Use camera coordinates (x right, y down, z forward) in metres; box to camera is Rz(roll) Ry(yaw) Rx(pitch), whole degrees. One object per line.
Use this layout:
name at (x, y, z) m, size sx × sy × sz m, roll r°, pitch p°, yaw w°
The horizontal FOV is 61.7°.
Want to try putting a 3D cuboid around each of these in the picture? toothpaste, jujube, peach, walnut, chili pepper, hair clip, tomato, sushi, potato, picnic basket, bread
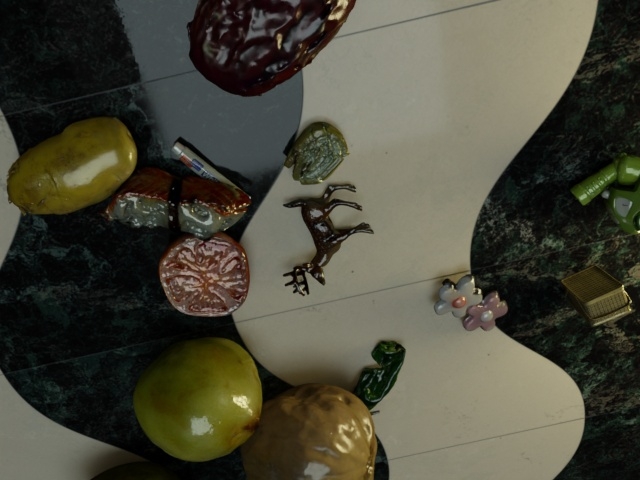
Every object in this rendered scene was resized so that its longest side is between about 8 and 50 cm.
toothpaste at (-0.260, -0.154, 1.268) m, size 0.052 × 0.033 × 0.218 m, roll -39°, pitch 118°, yaw 20°
jujube at (-0.088, -0.454, 1.016) m, size 0.258 × 0.259 × 0.376 m, roll 34°, pitch 122°, yaw -20°
peach at (-0.316, 0.408, 1.383) m, size 0.314 × 0.281 × 0.316 m, roll -44°, pitch 68°, yaw 6°
walnut at (-0.033, 0.570, 1.468) m, size 0.382 × 0.384 × 0.384 m, roll -2°, pitch 117°, yaw -4°
chili pepper at (0.170, 0.404, 1.566) m, size 0.099 × 0.083 × 0.254 m, roll 23°, pitch 110°, yaw -6°
hair clip at (0.413, 0.175, 1.477) m, size 0.256 × 0.075 × 0.146 m, roll 32°, pitch 105°, yaw -24°
tomato at (-0.283, 0.077, 1.347) m, size 0.236 × 0.095 × 0.237 m, roll -2°, pitch 113°, yaw -5°
sushi at (-0.333, -0.081, 1.238) m, size 0.331 × 0.124 × 0.130 m, roll 12°, pitch 128°, yaw -8°
potato at (-0.543, -0.155, 1.178) m, size 0.300 × 0.140 × 0.173 m, roll -26°, pitch 104°, yaw 3°
picnic basket at (0.736, 0.146, 1.437) m, size 0.115 × 0.164 × 0.080 m, roll -27°, pitch 107°, yaw 9°
bread at (-0.009, -0.197, 1.247) m, size 0.117 × 0.064 × 0.156 m, roll 33°, pitch 108°, yaw -18°

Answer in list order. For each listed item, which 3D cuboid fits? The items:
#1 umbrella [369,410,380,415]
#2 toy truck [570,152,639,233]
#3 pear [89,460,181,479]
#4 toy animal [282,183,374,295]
umbrella at (0.054, 0.559, 1.662) m, size 0.268 × 0.044 × 0.044 m, roll -17°, pitch 80°, yaw -4°
toy truck at (0.756, -0.131, 1.316) m, size 0.210 × 0.148 × 0.187 m, roll 35°, pitch 113°, yaw 6°
pear at (-0.551, 0.845, 1.587) m, size 0.413 × 0.352 × 0.352 m, roll 30°, pitch 111°, yaw -14°
toy animal at (0.001, -0.005, 1.352) m, size 0.259 × 0.087 × 0.244 m, roll -22°, pitch 103°, yaw 8°
